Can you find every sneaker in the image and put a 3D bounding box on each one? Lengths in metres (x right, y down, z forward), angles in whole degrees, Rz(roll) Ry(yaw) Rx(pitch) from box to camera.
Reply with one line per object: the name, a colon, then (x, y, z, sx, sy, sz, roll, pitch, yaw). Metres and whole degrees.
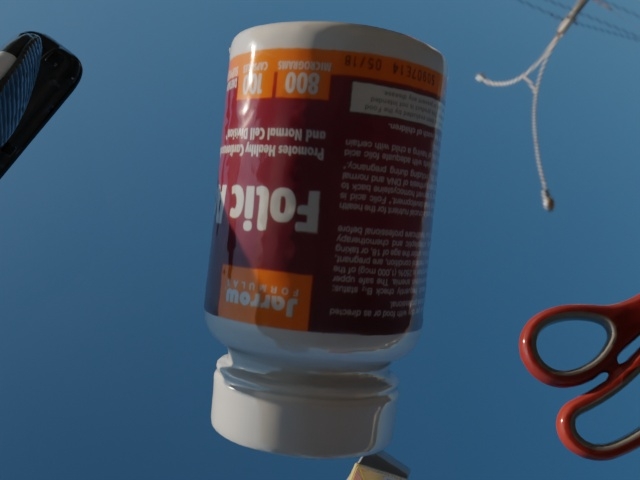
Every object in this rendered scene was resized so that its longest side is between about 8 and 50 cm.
sneaker: (-0.433, -0.139, 0.789, 0.146, 0.122, 0.330, 26, -127, -7)

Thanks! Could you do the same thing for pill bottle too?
pill bottle: (0.000, 0.000, 0.730, 0.224, 0.224, 0.391, 5, -89, -28)

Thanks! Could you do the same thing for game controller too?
game controller: (-0.534, -0.204, 1.186, 0.166, 0.319, 0.067, 36, 175, 34)

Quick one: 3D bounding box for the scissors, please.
scissors: (0.272, 0.035, 0.503, 0.297, 0.021, 0.109, -33, -110, -6)

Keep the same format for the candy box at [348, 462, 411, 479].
candy box: (0.035, 0.215, 0.376, 0.053, 0.109, 0.186, 22, -171, -13)

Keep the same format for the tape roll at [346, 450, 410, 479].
tape roll: (0.044, 0.405, 1.036, 0.072, 0.219, 0.219, 33, -137, 11)

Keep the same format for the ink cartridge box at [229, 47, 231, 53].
ink cartridge box: (-0.017, -0.168, 0.983, 0.181, 0.224, 0.056, 16, -128, 22)
